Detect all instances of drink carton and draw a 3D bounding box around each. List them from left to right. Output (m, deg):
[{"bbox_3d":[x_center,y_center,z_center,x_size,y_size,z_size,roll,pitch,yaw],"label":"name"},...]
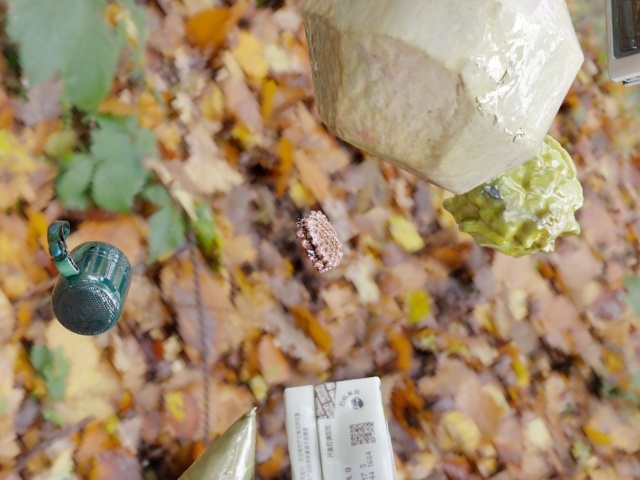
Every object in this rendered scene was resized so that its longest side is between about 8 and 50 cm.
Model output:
[{"bbox_3d":[0.038,0.339,1.680,0.325,0.132,0.194,80,2,-52],"label":"drink carton"}]

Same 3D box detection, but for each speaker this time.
[{"bbox_3d":[-0.203,0.029,1.128,0.094,0.060,0.075,45,23,-21],"label":"speaker"}]

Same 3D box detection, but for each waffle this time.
[{"bbox_3d":[0.000,0.000,1.671,0.075,0.029,0.083,66,22,-2],"label":"waffle"}]

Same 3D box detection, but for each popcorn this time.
[{"bbox_3d":[0.235,-0.055,1.654,0.173,0.173,0.142,54,-14,-15],"label":"popcorn"}]

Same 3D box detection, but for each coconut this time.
[{"bbox_3d":[0.113,-0.180,1.193,0.259,0.259,0.259,52,16,-22],"label":"coconut"}]

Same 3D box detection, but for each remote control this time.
[{"bbox_3d":[0.357,-0.313,1.462,0.055,0.103,0.277,10,76,-42],"label":"remote control"}]

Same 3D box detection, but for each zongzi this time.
[{"bbox_3d":[-0.167,0.362,1.523,0.145,0.300,0.274,25,29,8],"label":"zongzi"}]
